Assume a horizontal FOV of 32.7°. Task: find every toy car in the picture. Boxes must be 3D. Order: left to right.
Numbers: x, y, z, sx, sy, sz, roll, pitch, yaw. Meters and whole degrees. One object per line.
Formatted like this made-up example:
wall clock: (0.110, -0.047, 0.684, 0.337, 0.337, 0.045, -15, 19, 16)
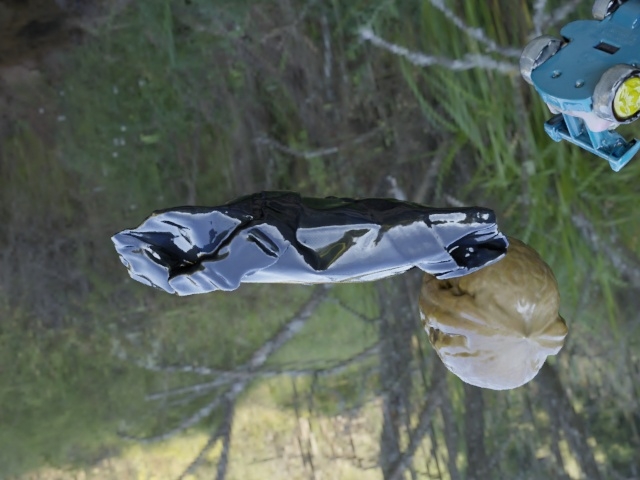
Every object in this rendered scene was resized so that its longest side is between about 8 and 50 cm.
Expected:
toy car: (0.266, -0.149, 0.952, 0.161, 0.098, 0.126, -38, -142, -12)

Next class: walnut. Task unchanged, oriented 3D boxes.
walnut: (0.180, 0.073, 1.131, 0.155, 0.155, 0.184, -13, -165, -3)

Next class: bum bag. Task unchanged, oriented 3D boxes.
bum bag: (0.000, 0.000, 0.821, 0.310, 0.074, 0.137, -3, 166, -13)
